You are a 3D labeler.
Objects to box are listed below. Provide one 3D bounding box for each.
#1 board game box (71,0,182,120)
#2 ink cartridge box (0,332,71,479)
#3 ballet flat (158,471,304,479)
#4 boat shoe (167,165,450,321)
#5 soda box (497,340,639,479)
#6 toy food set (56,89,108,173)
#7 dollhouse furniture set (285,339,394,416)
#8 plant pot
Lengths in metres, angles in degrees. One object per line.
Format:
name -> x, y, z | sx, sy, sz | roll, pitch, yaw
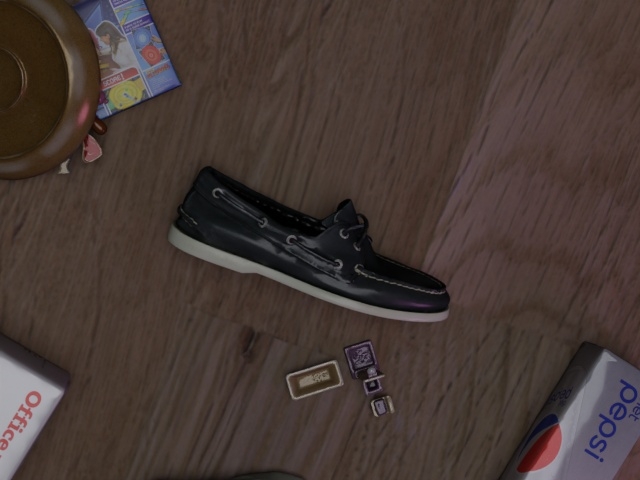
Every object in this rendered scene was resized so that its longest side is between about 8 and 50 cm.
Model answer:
board game box -> -0.280, -0.202, 1.748 | 0.201, 0.035, 0.136 | -24, 95, -5
ink cartridge box -> -0.451, 0.176, 1.703 | 0.278, 0.117, 0.201 | 32, 89, -8
ballet flat -> -0.113, 0.316, 1.774 | 0.213, 0.068, 0.072 | -2, 93, -7
boat shoe -> 0.000, -0.001, 1.745 | 0.340, 0.127, 0.113 | 19, 102, 2
soda box -> 0.293, 0.267, 1.808 | 0.098, 0.091, 0.286 | 33, 88, -7
toy food set -> -0.278, -0.141, 1.722 | 0.078, 0.019, 0.122 | -13, 95, -6
dollhouse furniture set -> 0.025, 0.180, 1.777 | 0.114, 0.081, 0.091 | -17, 94, -6
plant pot -> -0.364, -0.183, 1.699 | 0.236, 0.032, 0.236 | 2, 101, 12
